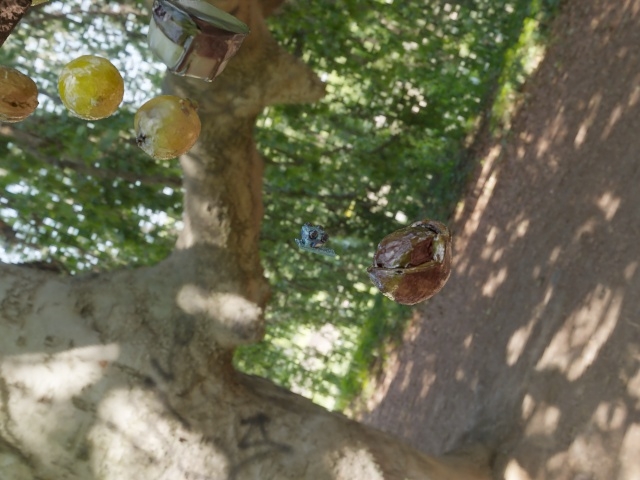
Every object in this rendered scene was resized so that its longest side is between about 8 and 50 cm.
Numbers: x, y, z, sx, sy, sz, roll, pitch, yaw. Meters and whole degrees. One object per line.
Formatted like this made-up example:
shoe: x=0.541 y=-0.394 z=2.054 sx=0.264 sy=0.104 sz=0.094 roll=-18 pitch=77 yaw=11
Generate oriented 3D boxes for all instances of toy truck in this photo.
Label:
toy truck: x=0.000 y=0.000 z=2.303 sx=0.074 sy=0.136 sz=0.063 roll=-62 pitch=32 yaw=21

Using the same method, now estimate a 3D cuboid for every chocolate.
chocolate: x=-0.349 y=-0.547 z=2.195 sx=0.283 sy=0.284 sz=0.186 roll=-70 pitch=5 yaw=-69

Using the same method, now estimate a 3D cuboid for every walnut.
walnut: x=-0.862 y=-0.402 z=2.196 sx=0.155 sy=0.184 sz=0.155 roll=-29 pitch=53 yaw=46

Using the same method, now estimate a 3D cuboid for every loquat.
loquat: x=-0.383 y=-0.293 z=2.028 sx=0.204 sy=0.172 sz=0.149 roll=-46 pitch=-45 yaw=-23

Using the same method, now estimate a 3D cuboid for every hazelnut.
hazelnut: x=0.191 y=0.038 z=1.689 sx=0.160 sy=0.170 sz=0.201 roll=67 pitch=-149 yaw=-47

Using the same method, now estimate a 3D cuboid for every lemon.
lemon: x=-0.625 y=-0.415 z=2.191 sx=0.203 sy=0.178 sz=0.178 roll=58 pitch=133 yaw=51

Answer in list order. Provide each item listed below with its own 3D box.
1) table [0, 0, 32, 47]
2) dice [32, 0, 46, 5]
table: x=-0.790 y=-0.574 z=1.849 sx=0.172 sy=0.193 sz=0.169 roll=-48 pitch=34 yaw=11
dice: x=-0.816 y=-0.792 z=2.166 sx=0.227 sy=0.238 sz=0.233 roll=-27 pitch=-8 yaw=32
